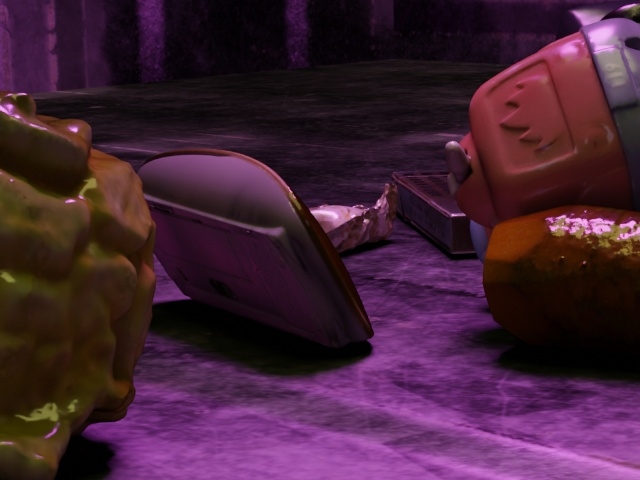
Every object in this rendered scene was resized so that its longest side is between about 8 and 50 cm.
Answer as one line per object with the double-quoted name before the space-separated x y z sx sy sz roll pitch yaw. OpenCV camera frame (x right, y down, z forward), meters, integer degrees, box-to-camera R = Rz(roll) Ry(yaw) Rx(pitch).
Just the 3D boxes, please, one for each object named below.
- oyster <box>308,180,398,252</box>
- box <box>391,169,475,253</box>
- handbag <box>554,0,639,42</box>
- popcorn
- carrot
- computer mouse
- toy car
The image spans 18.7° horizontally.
"oyster" -0.001 -0.003 1.941 0.200 0.061 0.106 -7 28 -17
"box" 0.190 -0.035 2.053 0.180 0.047 0.325 -3 9 -8
"handbag" 0.428 -0.153 2.095 0.275 0.178 0.302 -10 39 -21
"popcorn" -0.240 0.021 1.225 0.293 0.237 0.293 1 6 0
"carrot" 0.270 0.035 1.429 0.302 0.114 0.114 5 12 25
"computer mouse" -0.056 0.005 1.593 0.072 0.158 0.310 -39 24 -20
"toy car" 0.216 -0.050 1.601 0.212 0.180 0.270 -18 -31 9
